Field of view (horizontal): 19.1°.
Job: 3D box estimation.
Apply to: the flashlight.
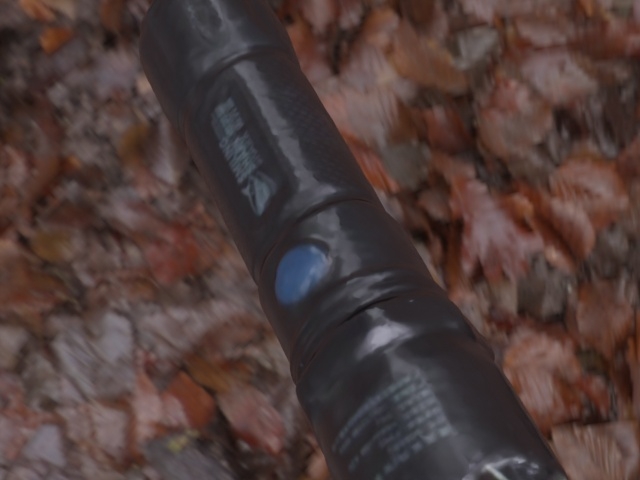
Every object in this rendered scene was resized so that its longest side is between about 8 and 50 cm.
[{"bbox_3d":[0.000,0.000,0.995,0.103,0.103,0.424,-29,48,1],"label":"flashlight"}]
